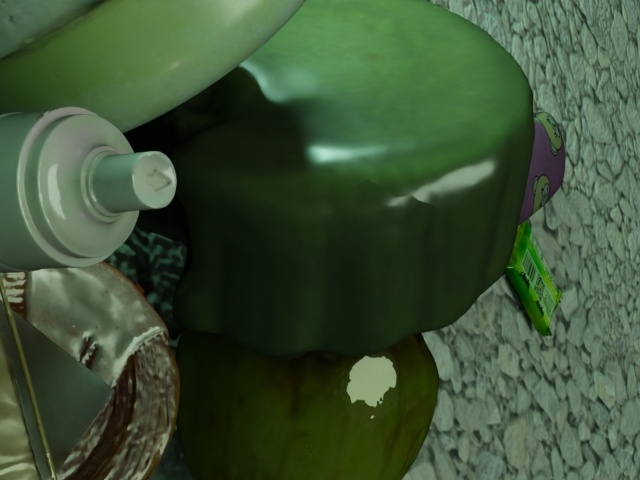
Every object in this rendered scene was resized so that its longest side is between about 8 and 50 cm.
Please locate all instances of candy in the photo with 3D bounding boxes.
[{"bbox_3d":[0.309,0.052,1.674,0.178,0.032,0.102,56,42,-37],"label":"candy"}]

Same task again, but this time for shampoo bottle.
[{"bbox_3d":[-0.207,-0.026,0.658,0.092,0.303,0.092,7,81,-55],"label":"shampoo bottle"},{"bbox_3d":[-0.169,-0.244,0.716,0.317,0.322,0.322,53,46,-26],"label":"shampoo bottle"}]

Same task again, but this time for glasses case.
[{"bbox_3d":[0.265,-0.091,1.574,0.316,0.076,0.123,-33,115,-52],"label":"glasses case"}]

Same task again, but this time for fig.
[{"bbox_3d":[-0.020,0.147,1.011,0.239,0.239,0.271,-4,117,-56],"label":"fig"}]

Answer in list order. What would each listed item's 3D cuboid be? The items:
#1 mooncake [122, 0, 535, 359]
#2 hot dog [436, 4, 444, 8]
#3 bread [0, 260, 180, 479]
[{"bbox_3d":[-0.004,-0.066,0.917,0.351,0.351,0.187,-48,148,-46],"label":"mooncake"},{"bbox_3d":[0.149,-0.110,1.163,0.123,0.093,0.261,-81,167,-53],"label":"hot dog"},{"bbox_3d":[-0.202,0.104,0.769,0.212,0.142,0.224,-11,79,-37],"label":"bread"}]
